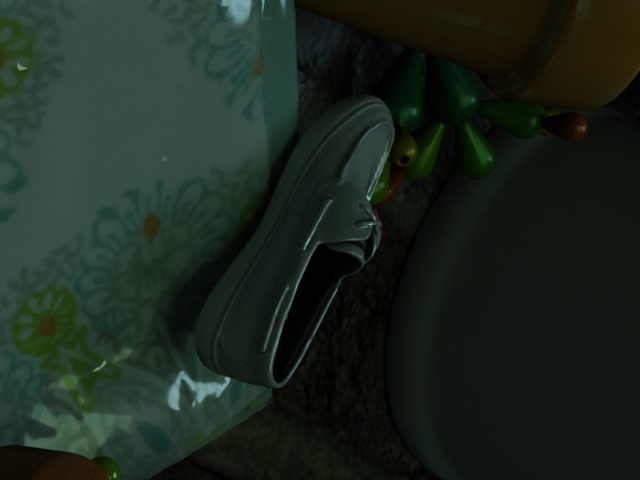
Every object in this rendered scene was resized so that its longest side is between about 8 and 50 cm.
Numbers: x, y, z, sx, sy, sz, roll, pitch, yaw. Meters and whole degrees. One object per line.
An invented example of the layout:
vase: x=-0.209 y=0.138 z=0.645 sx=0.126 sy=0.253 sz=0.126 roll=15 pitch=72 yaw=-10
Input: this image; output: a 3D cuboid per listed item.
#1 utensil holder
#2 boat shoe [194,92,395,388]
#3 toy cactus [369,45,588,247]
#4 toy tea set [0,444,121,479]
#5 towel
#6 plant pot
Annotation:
utensil holder: x=0.295 y=0.102 z=1.108 sx=0.328 sy=0.385 sz=0.327 roll=-23 pitch=125 yaw=-39
boat shoe: x=0.000 y=0.000 z=0.855 sx=0.184 sy=0.063 sz=0.066 roll=-55 pitch=145 yaw=-20
toy cactus: x=0.084 y=-0.110 z=1.008 sx=0.219 sy=0.112 sz=0.180 roll=-35 pitch=122 yaw=-21
toy tea set: x=-0.163 y=0.188 z=0.761 sx=0.336 sy=0.124 sz=0.200 roll=19 pitch=68 yaw=-42
towel: x=-0.145 y=-0.014 z=0.798 sx=0.320 sy=0.090 sz=0.374 roll=-29 pitch=127 yaw=-37
plant pot: x=0.079 y=-0.186 z=0.868 sx=0.188 sy=0.205 sz=0.205 roll=6 pitch=106 yaw=-15
